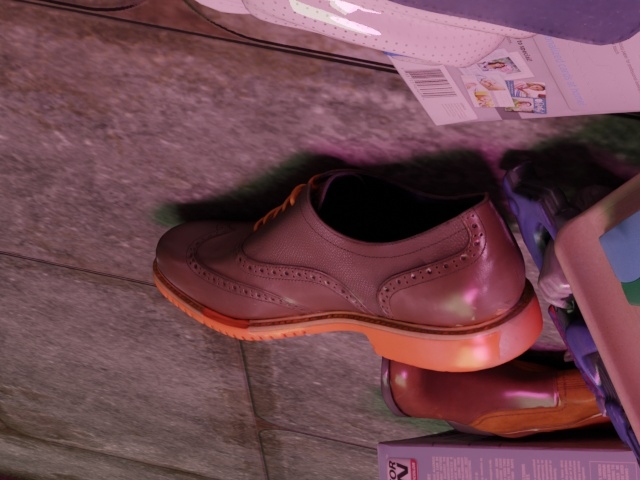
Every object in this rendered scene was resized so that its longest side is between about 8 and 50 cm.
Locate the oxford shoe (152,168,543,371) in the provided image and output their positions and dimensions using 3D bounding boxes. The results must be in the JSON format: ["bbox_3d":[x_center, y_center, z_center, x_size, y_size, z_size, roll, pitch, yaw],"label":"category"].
[{"bbox_3d":[0.000,0.000,0.890,0.364,0.130,0.132,5,123,36],"label":"oxford shoe"}]

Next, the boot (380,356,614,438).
[{"bbox_3d":[0.222,0.143,1.074,0.280,0.096,0.264,-3,151,33],"label":"boot"}]

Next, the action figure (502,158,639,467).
[{"bbox_3d":[0.278,0.070,0.724,0.179,0.341,0.330,-22,178,-23],"label":"action figure"}]

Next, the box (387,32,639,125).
[{"bbox_3d":[0.124,-0.118,0.607,0.186,0.038,0.145,1,154,30],"label":"box"}]

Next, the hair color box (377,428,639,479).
[{"bbox_3d":[0.265,0.264,1.221,0.375,0.113,0.185,-7,174,40],"label":"hair color box"}]

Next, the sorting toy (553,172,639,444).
[{"bbox_3d":[0.229,0.032,0.599,0.038,0.193,0.208,-4,156,-40],"label":"sorting toy"}]

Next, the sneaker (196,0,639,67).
[{"bbox_3d":[-0.003,-0.168,0.366,0.323,0.130,0.236,26,130,-38],"label":"sneaker"}]
